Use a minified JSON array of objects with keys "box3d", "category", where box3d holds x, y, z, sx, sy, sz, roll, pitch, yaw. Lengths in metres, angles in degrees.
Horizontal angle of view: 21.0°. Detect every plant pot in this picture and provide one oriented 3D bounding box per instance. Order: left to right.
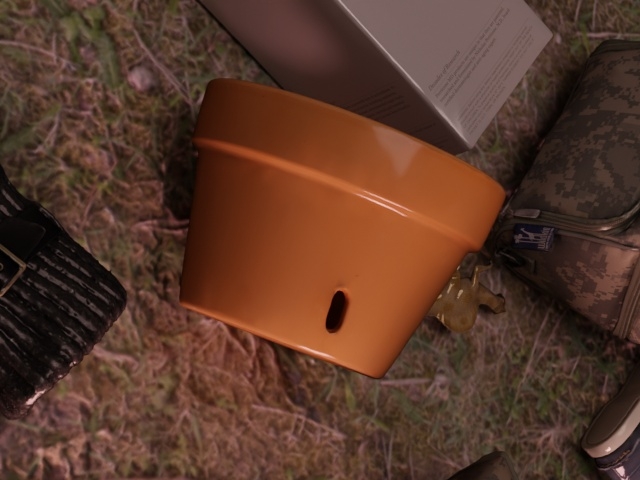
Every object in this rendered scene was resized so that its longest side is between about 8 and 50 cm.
[{"box3d":[0.000,0.000,1.577,0.291,0.291,0.203,22,85,-27],"category":"plant pot"}]

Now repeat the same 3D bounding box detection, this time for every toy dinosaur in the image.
[{"box3d":[0.126,0.051,1.763,0.183,0.053,0.092,-8,86,-33],"category":"toy dinosaur"}]

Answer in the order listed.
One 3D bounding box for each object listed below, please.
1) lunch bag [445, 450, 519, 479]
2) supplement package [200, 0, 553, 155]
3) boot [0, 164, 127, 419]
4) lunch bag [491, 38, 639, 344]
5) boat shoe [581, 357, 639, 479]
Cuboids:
[{"box3d":[0.144,0.377,1.595,0.287,0.169,0.235,62,24,-5],"category":"lunch bag"},{"box3d":[0.046,-0.230,1.695,0.293,0.177,0.175,46,61,-17],"category":"supplement package"},{"box3d":[-0.339,0.061,1.420,0.348,0.131,0.260,-43,104,-31],"category":"boot"},{"box3d":[0.348,-0.052,1.832,0.256,0.212,0.305,23,62,14],"category":"lunch bag"},{"box3d":[0.386,0.165,1.878,0.079,0.095,0.254,51,60,-12],"category":"boat shoe"}]
